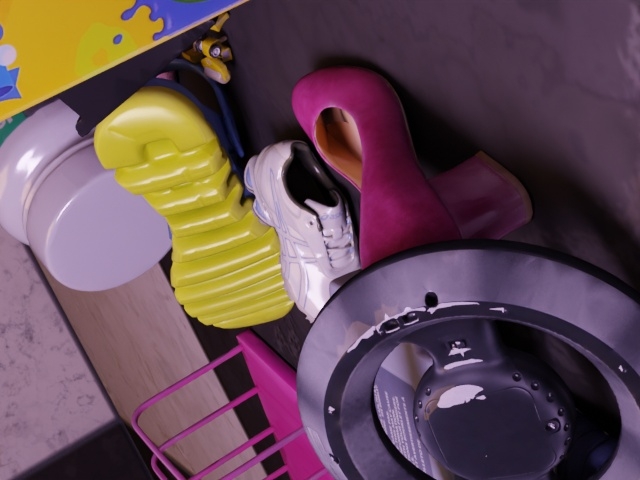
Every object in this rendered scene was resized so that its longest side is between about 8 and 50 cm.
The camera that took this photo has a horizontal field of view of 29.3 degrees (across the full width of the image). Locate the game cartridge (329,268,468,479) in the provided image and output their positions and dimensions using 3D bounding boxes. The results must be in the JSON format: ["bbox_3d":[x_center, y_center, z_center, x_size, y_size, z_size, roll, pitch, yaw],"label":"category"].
[{"bbox_3d":[0.081,0.172,0.866,0.198,0.062,0.297,-147,43,-70],"label":"game cartridge"}]

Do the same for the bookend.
[{"bbox_3d":[-0.176,-0.184,0.895,0.156,0.157,0.072,41,-146,-22],"label":"bookend"}]

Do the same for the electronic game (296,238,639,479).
[{"bbox_3d":[0.098,0.097,0.688,0.048,0.229,0.229,-67,-36,-54],"label":"electronic game"}]

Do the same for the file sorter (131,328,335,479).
[{"bbox_3d":[-0.071,0.297,1.418,0.202,0.182,0.291,35,149,51],"label":"file sorter"}]

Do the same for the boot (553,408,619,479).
[{"bbox_3d":[0.179,0.198,0.785,0.086,0.069,0.190,30,143,63],"label":"boot"}]

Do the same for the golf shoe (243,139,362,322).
[{"bbox_3d":[0.000,0.000,0.976,0.176,0.069,0.086,59,156,1],"label":"golf shoe"}]

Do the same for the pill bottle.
[{"bbox_3d":[-0.311,-0.119,1.396,0.361,0.204,0.204,47,157,35],"label":"pill bottle"}]

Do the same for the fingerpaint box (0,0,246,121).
[{"bbox_3d":[-0.236,-0.244,0.625,0.163,0.444,0.371,37,150,49],"label":"fingerpaint box"}]

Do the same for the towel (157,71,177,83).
[{"bbox_3d":[-0.232,-0.283,1.095,0.237,0.037,0.329,33,154,14],"label":"towel"}]

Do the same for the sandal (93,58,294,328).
[{"bbox_3d":[-0.100,-0.045,1.126,0.138,0.126,0.317,-93,-12,-46],"label":"sandal"}]

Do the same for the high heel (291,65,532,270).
[{"bbox_3d":[0.017,-0.038,0.783,0.244,0.117,0.082,42,154,44],"label":"high heel"}]

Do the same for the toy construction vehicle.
[{"bbox_3d":[-0.102,-0.185,1.025,0.086,0.035,0.098,25,145,43],"label":"toy construction vehicle"}]
